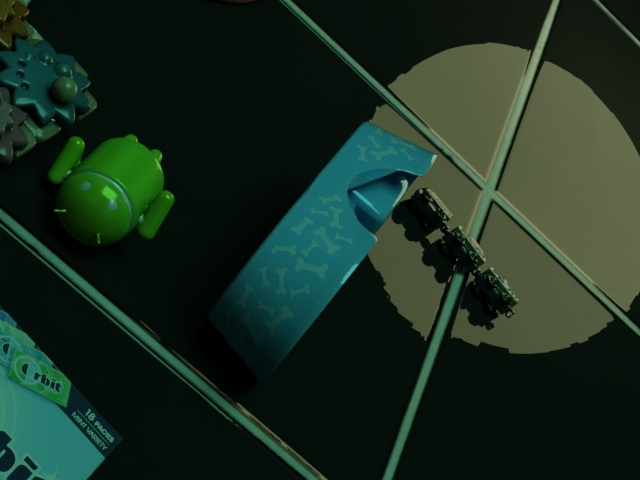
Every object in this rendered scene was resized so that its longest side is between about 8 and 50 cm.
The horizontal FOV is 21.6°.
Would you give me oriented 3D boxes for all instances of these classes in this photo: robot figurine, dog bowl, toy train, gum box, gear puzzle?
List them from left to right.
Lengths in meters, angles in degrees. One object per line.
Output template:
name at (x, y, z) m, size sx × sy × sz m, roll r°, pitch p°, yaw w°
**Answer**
gear puzzle at (-0.323, -0.210, 1.337) m, size 0.339 × 0.044 × 0.175 m, roll 48°, pitch 42°, yaw 2°
gum box at (-0.244, 0.140, 1.168) m, size 0.157 × 0.041 × 0.184 m, roll 48°, pitch 38°, yaw -6°
robot figurine at (-0.171, -0.039, 1.363) m, size 0.101 × 0.067 × 0.115 m, roll 33°, pitch 39°, yaw 3°
dog bowl at (0.000, 0.000, 1.445) m, size 0.074 × 0.166 × 0.297 m, roll 38°, pitch 39°, yaw 0°
toy train at (0.146, 0.012, 1.691) m, size 0.158 × 0.027 × 0.036 m, roll 53°, pitch 27°, yaw 0°

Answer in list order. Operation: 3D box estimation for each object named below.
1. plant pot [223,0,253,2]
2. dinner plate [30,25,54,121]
plant pot at (-0.065, -0.410, 1.622) m, size 0.275 × 0.243 × 0.275 m, roll 26°, pitch 45°, yaw -30°
dinner plate at (-0.269, -0.150, 1.390) m, size 0.141 × 0.017 × 0.141 m, roll 28°, pitch 44°, yaw -31°
